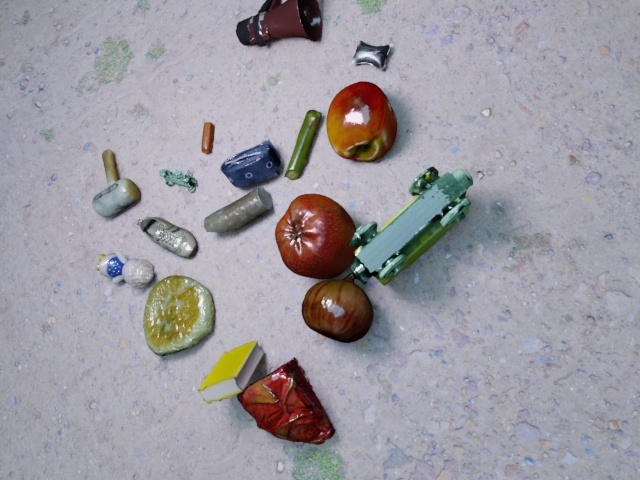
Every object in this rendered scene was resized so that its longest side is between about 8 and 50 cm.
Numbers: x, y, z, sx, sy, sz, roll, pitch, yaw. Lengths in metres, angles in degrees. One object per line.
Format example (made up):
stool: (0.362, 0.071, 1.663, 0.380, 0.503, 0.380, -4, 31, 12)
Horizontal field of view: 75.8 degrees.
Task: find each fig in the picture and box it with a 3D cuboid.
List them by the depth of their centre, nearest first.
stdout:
fig: (0.059, 0.220, 1.314, 0.235, 0.235, 0.214, -10, 51, 15)

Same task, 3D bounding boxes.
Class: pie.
pie: (-0.551, 0.279, 1.573, 0.323, 0.070, 0.323, -5, 75, 18)

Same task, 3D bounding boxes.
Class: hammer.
hammer: (-0.894, -0.262, 1.762, 0.202, 0.113, 0.305, -26, 68, 8)

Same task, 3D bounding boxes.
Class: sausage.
sausage: (-0.463, -0.417, 1.682, 0.039, 0.041, 0.131, 1, 81, 20)

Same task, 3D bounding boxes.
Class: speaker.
speaker: (-0.169, -0.897, 1.610, 0.329, 0.198, 0.259, 7, 96, 27)

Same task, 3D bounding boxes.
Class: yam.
yam: (-0.310, -0.101, 1.545, 0.259, 0.106, 0.106, -28, 73, 14)

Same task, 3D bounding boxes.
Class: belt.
belt: (-0.257, -0.272, 1.556, 0.218, 0.128, 0.122, -17, 46, 15)

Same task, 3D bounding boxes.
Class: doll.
doll: (-0.786, 0.115, 1.656, 0.293, 0.119, 0.138, 10, 91, 24)

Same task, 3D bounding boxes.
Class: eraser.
eraser: (-0.294, 0.437, 1.381, 0.158, 0.226, 0.069, -27, 101, 18)

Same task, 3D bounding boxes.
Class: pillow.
pillow: (0.187, -0.685, 1.522, 0.135, 0.055, 0.091, 19, 118, 22)

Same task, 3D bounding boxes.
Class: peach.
peach: (0.143, -0.427, 1.424, 0.248, 0.245, 0.275, -3, 66, -11)

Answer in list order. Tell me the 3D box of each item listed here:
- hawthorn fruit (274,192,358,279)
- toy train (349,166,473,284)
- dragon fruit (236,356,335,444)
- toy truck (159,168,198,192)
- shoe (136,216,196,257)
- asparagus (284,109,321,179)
hawthorn fruit: (0.000, 0.000, 1.357, 0.275, 0.299, 0.275, -30, 42, 31)
toy train: (0.277, -0.033, 1.258, 0.442, 0.272, 0.179, -42, 72, 3)
dragon fruit: (-0.074, 0.523, 1.336, 0.330, 0.302, 0.240, 39, 57, 0)
toy truck: (-0.574, -0.260, 1.674, 0.154, 0.080, 0.078, 16, 64, 19)
shoe: (-0.610, -0.018, 1.629, 0.274, 0.098, 0.103, 25, 92, 18)
asparagus: (-0.064, -0.358, 1.537, 0.067, 0.060, 0.278, 17, 86, 9)
